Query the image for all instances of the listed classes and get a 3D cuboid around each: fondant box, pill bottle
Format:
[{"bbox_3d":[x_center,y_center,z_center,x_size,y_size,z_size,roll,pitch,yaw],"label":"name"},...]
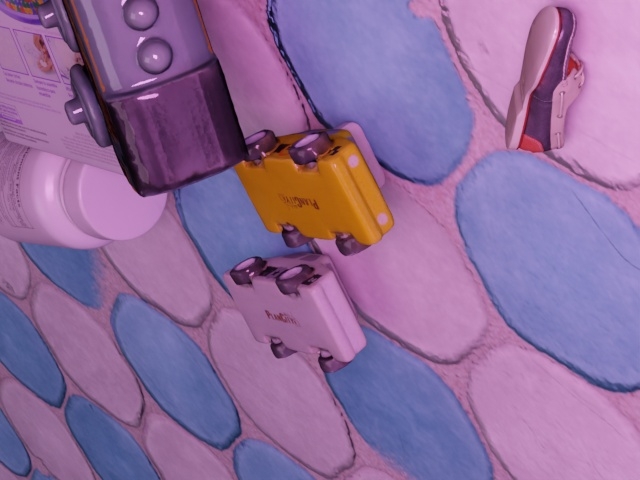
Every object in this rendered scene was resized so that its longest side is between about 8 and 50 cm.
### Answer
[{"bbox_3d":[-0.260,-0.236,1.605,0.238,0.096,0.330,17,136,47],"label":"fondant box"},{"bbox_3d":[-0.260,-0.057,1.788,0.229,0.131,0.131,6,128,55],"label":"pill bottle"}]

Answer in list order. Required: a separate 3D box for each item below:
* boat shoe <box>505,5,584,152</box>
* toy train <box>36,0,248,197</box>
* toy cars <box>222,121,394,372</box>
[{"bbox_3d":[0.160,-0.110,1.186,0.043,0.049,0.137,5,142,-3],"label":"boat shoe"},{"bbox_3d":[-0.156,-0.193,1.394,0.190,0.142,0.334,-135,27,-65],"label":"toy train"},{"bbox_3d":[0.000,0.000,1.521,0.176,0.087,0.393,47,156,20],"label":"toy cars"}]
